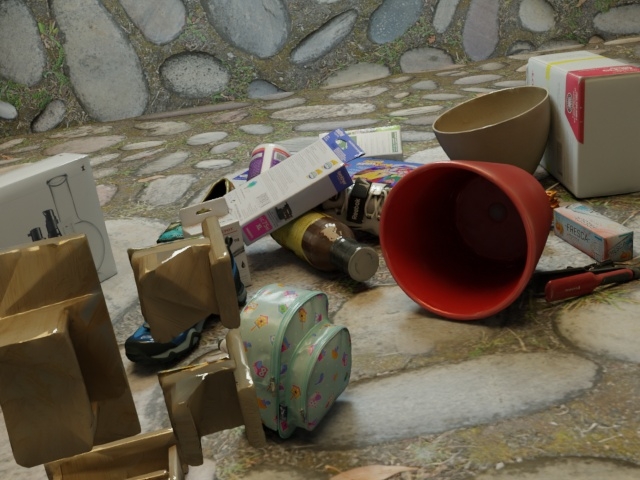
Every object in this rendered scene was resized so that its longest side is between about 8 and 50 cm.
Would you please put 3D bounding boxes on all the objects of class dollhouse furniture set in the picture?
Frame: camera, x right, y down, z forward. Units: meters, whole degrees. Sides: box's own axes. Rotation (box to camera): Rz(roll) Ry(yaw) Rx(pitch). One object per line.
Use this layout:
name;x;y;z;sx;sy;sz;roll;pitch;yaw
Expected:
dollhouse furniture set;-0.253;0.176;0.743;0.362;0.394;0.256;-13;22;-10

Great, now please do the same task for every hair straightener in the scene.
hair straightener;0.468;0.052;1.246;0.230;0.047;0.089;-15;23;-15

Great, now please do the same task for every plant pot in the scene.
plant pot;0.440;-0.239;1.759;0.284;0.191;0.284;-18;21;7
plant pot;0.278;-0.025;1.256;0.275;0.275;0.243;6;17;33

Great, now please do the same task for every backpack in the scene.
backpack;-0.041;0.158;0.986;0.144;0.188;0.166;5;24;30

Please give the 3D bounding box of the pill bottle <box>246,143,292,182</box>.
pill bottle;-0.132;-0.135;1.770;0.108;0.108;0.193;-3;57;15

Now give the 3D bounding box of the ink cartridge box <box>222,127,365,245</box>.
ink cartridge box;-0.054;-0.121;1.533;0.311;0.065;0.186;-33;29;0

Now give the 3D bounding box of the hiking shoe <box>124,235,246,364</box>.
hiking shoe;-0.250;0.106;1.271;0.113;0.132;0.304;2;24;26

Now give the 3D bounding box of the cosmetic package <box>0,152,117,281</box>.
cosmetic package;-0.611;0.012;1.442;0.097;0.284;0.377;7;27;34

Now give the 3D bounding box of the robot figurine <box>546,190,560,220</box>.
robot figurine;0.347;-0.061;1.522;0.291;0.085;0.211;7;26;34

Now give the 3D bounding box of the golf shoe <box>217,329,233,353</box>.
golf shoe;-0.105;0.137;1.227;0.086;0.067;0.186;1;24;27

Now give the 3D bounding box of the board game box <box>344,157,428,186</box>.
board game box;0.111;-0.134;1.804;0.347;0.078;0.233;13;30;43

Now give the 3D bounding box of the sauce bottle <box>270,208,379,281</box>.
sauce bottle;0.000;0.000;1.469;0.111;0.111;0.344;-18;23;-22

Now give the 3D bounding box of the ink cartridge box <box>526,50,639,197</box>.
ink cartridge box;0.639;-0.299;1.738;0.160;0.279;0.385;-7;22;2

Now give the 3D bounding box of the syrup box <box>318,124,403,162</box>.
syrup box;0.116;-0.255;2.035;0.236;0.093;0.096;-4;-22;8

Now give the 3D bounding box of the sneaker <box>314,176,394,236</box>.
sneaker;0.079;-0.075;1.555;0.330;0.122;0.146;8;-1;45

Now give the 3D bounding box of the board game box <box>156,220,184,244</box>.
board game box;-0.295;-0.021;1.750;0.186;0.026;0.126;-5;22;9

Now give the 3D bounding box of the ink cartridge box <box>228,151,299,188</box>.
ink cartridge box;-0.137;-0.177;2.027;0.165;0.065;0.332;5;27;32

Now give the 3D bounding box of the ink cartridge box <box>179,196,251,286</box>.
ink cartridge box;-0.210;0.015;1.417;0.104;0.180;0.060;-19;24;-22

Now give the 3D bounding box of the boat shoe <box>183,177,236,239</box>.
boat shoe;-0.261;-0.033;1.614;0.110;0.104;0.307;-4;33;12

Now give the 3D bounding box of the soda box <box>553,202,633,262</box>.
soda box;0.525;-0.015;1.378;0.063;0.058;0.183;-13;23;-9
